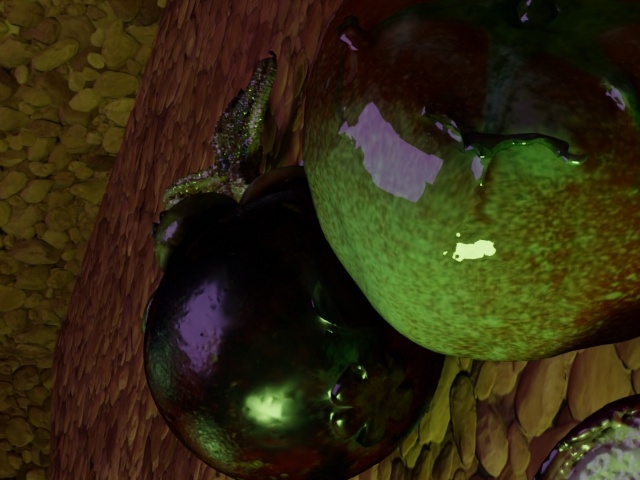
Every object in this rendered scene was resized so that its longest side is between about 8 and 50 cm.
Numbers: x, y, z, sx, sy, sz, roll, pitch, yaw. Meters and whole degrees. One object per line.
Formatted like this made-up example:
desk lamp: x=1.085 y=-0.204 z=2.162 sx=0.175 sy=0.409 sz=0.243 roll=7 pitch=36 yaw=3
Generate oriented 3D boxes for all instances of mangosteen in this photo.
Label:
mangosteen: x=-0.033 y=0.084 z=1.341 sx=0.311 sy=0.311 sz=0.311 roll=-169 pitch=90 yaw=-72

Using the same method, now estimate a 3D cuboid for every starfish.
starfish: x=-0.123 y=-0.102 z=2.056 sx=0.312 sy=0.113 sz=0.303 roll=-46 pitch=38 yaw=44

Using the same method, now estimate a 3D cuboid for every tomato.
tomato: x=0.138 y=-0.058 z=0.934 sx=0.303 sy=0.303 sz=0.239 roll=-99 pitch=2 yaw=-46

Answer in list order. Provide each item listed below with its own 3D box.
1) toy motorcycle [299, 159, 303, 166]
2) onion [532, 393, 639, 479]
toy motorcycle: x=0.000 y=0.000 z=1.646 sx=0.114 sy=0.076 sz=0.205 roll=-115 pitch=22 yaw=-47
onion: x=0.218 y=0.190 z=0.833 sx=0.198 sy=0.135 sz=0.173 roll=42 pitch=107 yaw=25
